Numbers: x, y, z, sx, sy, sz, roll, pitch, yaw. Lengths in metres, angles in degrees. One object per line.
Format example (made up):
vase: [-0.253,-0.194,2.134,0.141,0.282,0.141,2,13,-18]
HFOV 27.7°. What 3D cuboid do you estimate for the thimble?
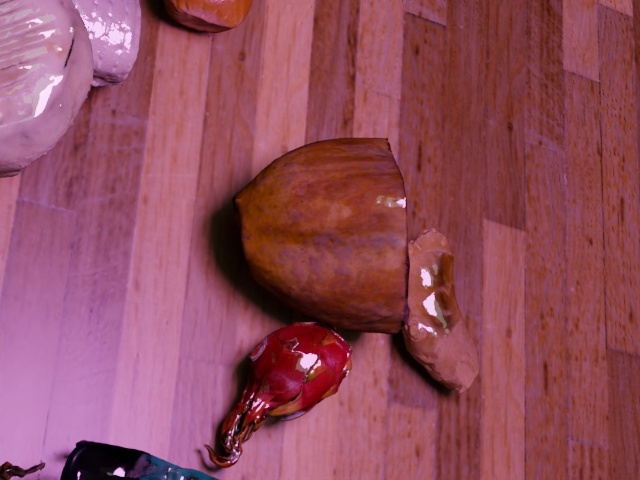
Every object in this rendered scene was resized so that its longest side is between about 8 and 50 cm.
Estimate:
thimble: [-0.236,-0.217,1.325,0.090,0.102,0.115,9,68,-30]

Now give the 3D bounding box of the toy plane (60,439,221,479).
toy plane: [-0.107,0.261,1.200,0.381,0.155,0.106,32,56,-36]

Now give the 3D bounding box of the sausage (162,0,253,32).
sausage: [-0.112,-0.356,1.452,0.105,0.105,0.274,19,63,-24]

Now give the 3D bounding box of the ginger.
ginger: [0.125,0.079,1.449,0.095,0.069,0.190,-4,75,-26]

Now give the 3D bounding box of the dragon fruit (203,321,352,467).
dragon fruit: [-0.047,0.149,1.313,0.190,0.094,0.094,-39,94,-26]

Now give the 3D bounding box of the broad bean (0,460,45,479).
broad bean: [-0.402,0.217,1.094,0.325,0.067,0.075,4,101,-32]

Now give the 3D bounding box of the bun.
bun: [-0.329,-0.156,1.215,0.239,0.141,0.239,0,72,1]

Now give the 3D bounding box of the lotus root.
lotus root: [0.000,0.000,1.364,0.180,0.188,0.199,-5,112,-6]
